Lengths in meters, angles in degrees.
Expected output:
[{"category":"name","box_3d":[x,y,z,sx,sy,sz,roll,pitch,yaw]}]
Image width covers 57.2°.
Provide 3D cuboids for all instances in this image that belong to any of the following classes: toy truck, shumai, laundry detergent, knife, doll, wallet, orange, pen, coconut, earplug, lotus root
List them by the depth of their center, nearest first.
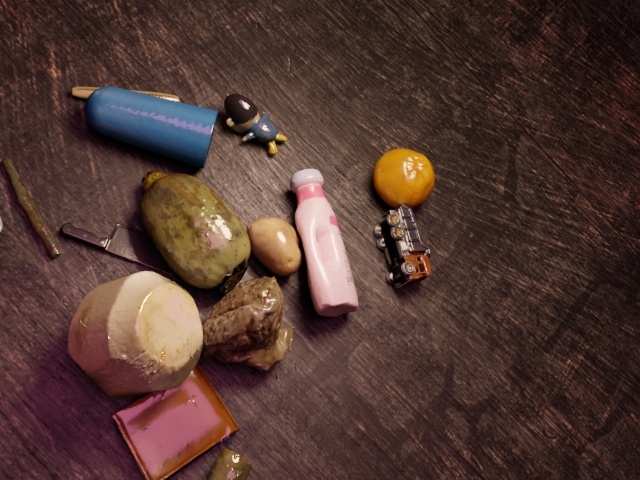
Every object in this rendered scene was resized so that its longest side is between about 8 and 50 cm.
[{"category":"coconut","box_3d":[-0.338,0.178,1.075,0.241,0.241,0.241,8,67,-18]},{"category":"wallet","box_3d":[-0.277,0.351,1.123,0.195,0.042,0.161,-30,87,-31]},{"category":"shumai","box_3d":[-0.128,0.184,1.178,0.175,0.205,0.166,47,26,-18]},{"category":"lotus root","box_3d":[-0.273,-0.030,1.218,0.173,0.173,0.309,-37,78,-29]},{"category":"knife","box_3d":[-0.411,0.003,1.223,0.245,0.019,0.072,21,59,-15]},{"category":"earplug","box_3d":[-0.372,-0.258,1.282,0.272,0.132,0.133,15,65,-12]},{"category":"laundry detergent","box_3d":[0.000,0.000,1.321,0.087,0.159,0.336,-21,71,18]},{"category":"pen","box_3d":[-0.439,-0.322,1.333,0.233,0.032,0.040,0,93,-20]},{"category":"doll","box_3d":[-0.163,-0.280,1.398,0.179,0.088,0.102,48,58,-25]},{"category":"toy truck","box_3d":[0.199,0.014,1.418,0.092,0.083,0.192,-4,70,-28]},{"category":"orange","box_3d":[0.210,-0.157,1.460,0.158,0.136,0.159,6,69,-16]}]

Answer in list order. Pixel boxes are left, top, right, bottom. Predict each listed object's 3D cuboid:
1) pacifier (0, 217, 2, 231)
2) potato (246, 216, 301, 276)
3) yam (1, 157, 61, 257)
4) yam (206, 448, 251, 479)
[{"category":"pacifier","box_3d":[-0.665,-0.009,1.073,0.126,0.117,0.151,12,67,11]},{"category":"potato","box_3d":[-0.097,0.011,1.293,0.112,0.112,0.147,-33,92,-29]},{"category":"yam","box_3d":[-0.585,-0.065,1.177,0.027,0.029,0.234,-20,75,-54]},{"category":"yam","box_3d":[-0.225,0.559,1.039,0.083,0.083,0.372,27,62,-10]}]
